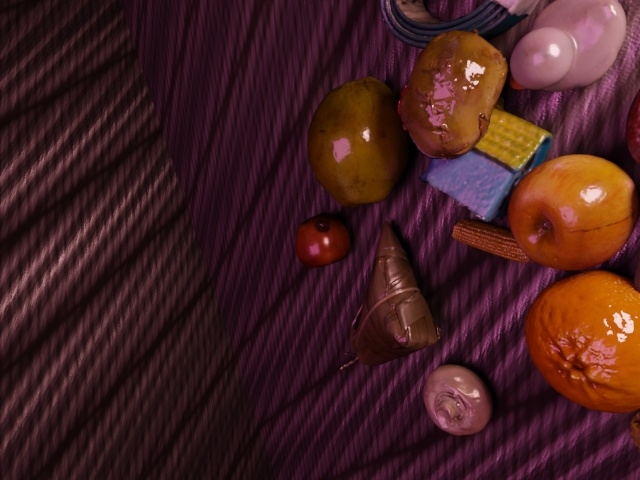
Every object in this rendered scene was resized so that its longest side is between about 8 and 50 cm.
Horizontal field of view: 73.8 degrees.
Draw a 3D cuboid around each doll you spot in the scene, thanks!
[{"bbox_3d":[0.551,-0.444,0.980,0.251,0.221,0.221,-35,79,46],"label":"doll"}]

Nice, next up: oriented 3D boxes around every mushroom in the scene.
[{"bbox_3d":[0.463,0.557,1.466,0.246,0.202,0.246,9,105,35],"label":"mushroom"}]

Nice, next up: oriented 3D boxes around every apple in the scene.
[{"bbox_3d":[0.600,-0.063,1.029,0.286,0.233,0.286,50,157,30],"label":"apple"},{"bbox_3d":[0.000,0.000,1.725,0.229,0.229,0.230,19,118,41],"label":"apple"}]

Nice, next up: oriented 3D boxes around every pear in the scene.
[{"bbox_3d":[0.117,-0.319,1.406,0.351,0.351,0.414,-1,94,46],"label":"pear"}]

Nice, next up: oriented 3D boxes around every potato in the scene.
[{"bbox_3d":[0.318,-0.374,1.058,0.246,0.196,0.300,18,80,26],"label":"potato"}]

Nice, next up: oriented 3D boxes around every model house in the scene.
[{"bbox_3d":[0.456,-0.229,1.168,0.237,0.215,0.303,40,121,30],"label":"model house"}]

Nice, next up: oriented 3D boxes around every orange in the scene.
[{"bbox_3d":[0.677,0.247,1.043,0.340,0.293,0.341,21,117,48],"label":"orange"}]

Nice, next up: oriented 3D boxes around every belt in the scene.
[{"bbox_3d":[0.369,-0.669,1.115,0.436,0.173,0.301,11,121,47],"label":"belt"}]

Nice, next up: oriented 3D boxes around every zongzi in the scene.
[{"bbox_3d":[0.223,0.235,1.662,0.500,0.218,0.468,128,139,-56],"label":"zongzi"}]

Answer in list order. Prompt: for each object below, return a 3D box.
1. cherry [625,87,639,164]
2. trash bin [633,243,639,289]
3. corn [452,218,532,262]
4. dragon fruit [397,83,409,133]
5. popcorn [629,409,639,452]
[{"bbox_3d":[0.757,-0.262,0.834,0.236,0.212,0.286,-104,29,-48],"label":"cherry"},{"bbox_3d":[0.792,-0.011,0.897,0.219,0.219,0.250,19,124,43],"label":"trash bin"},{"bbox_3d":[0.517,-0.003,1.280,0.248,0.081,0.081,25,122,39],"label":"corn"},{"bbox_3d":[0.318,-0.401,1.267,0.172,0.172,0.210,-12,56,48],"label":"dragon fruit"},{"bbox_3d":[0.869,0.471,0.974,0.293,0.292,0.237,-54,36,43],"label":"popcorn"}]
